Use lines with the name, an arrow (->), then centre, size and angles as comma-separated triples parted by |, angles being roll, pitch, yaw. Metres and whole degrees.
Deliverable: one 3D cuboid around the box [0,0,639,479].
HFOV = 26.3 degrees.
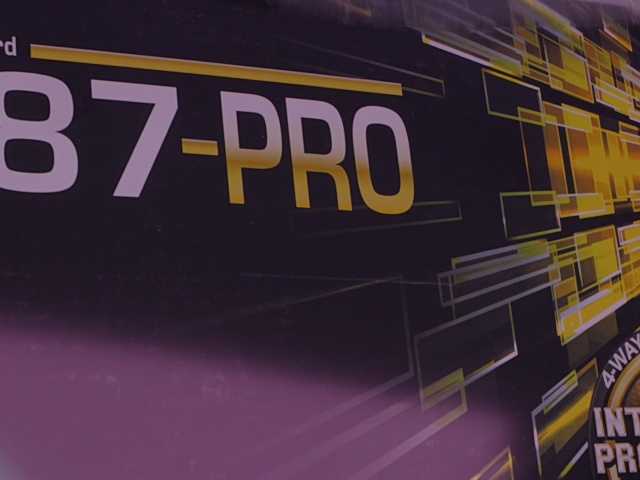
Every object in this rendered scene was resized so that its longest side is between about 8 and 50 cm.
box -> 0.000, 0.000, 0.509 | 0.395, 0.097, 0.318 | 4, 69, -27
